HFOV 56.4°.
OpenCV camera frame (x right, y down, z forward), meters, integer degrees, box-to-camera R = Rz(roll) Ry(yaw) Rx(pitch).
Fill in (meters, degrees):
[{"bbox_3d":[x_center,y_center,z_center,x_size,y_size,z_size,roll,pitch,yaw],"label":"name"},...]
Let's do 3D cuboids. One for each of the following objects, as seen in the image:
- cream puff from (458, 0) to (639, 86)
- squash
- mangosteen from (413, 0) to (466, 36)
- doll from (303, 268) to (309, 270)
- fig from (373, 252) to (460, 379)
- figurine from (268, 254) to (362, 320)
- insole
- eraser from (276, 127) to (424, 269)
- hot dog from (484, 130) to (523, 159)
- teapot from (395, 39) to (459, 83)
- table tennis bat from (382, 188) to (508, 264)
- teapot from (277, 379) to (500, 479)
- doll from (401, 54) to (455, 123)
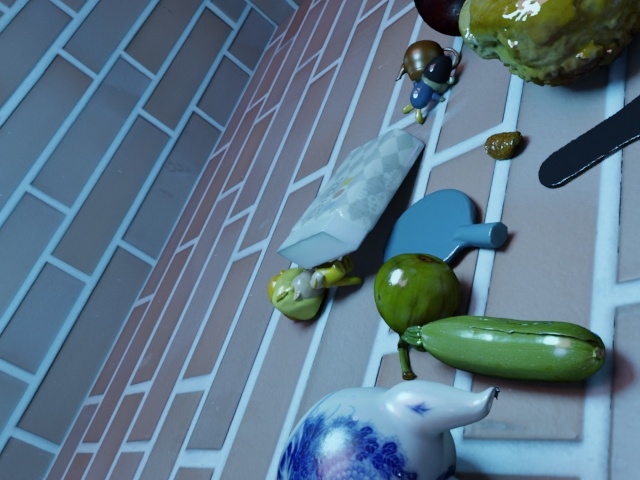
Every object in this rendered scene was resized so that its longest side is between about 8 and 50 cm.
[{"bbox_3d":[0.431,-0.418,1.084,0.343,0.231,0.327,-18,44,51],"label":"cream puff"},{"bbox_3d":[0.249,0.152,0.858,0.341,0.094,0.095,-8,51,53],"label":"squash"},{"bbox_3d":[0.372,-0.656,1.464,0.297,0.293,0.297,175,90,-80],"label":"mangosteen"},{"bbox_3d":[0.000,0.000,1.523,0.169,0.057,0.109,-52,27,4],"label":"doll"},{"bbox_3d":[0.168,0.113,1.038,0.142,0.186,0.148,-19,41,-25],"label":"fig"},{"bbox_3d":[-0.025,0.106,1.364,0.246,0.131,0.156,-31,0,43],"label":"figurine"},{"bbox_3d":[0.499,-0.187,0.942,0.348,0.009,0.119,-35,30,35],"label":"insole"},{"bbox_3d":[0.075,-0.103,1.378,0.213,0.082,0.397,-23,25,48],"label":"eraser"},{"bbox_3d":[0.357,-0.187,1.157,0.058,0.035,0.083,-59,25,-11],"label":"hot dog"},{"bbox_3d":[0.278,-0.458,1.568,0.173,0.116,0.116,-6,48,24],"label":"teapot"},{"bbox_3d":[0.231,-0.011,1.155,0.215,0.044,0.329,-60,23,-14],"label":"table tennis bat"},{"bbox_3d":[0.090,0.336,0.772,0.280,0.252,0.424,32,109,29],"label":"teapot"},{"bbox_3d":[0.276,-0.386,1.498,0.102,0.089,0.179,41,110,24],"label":"doll"}]
